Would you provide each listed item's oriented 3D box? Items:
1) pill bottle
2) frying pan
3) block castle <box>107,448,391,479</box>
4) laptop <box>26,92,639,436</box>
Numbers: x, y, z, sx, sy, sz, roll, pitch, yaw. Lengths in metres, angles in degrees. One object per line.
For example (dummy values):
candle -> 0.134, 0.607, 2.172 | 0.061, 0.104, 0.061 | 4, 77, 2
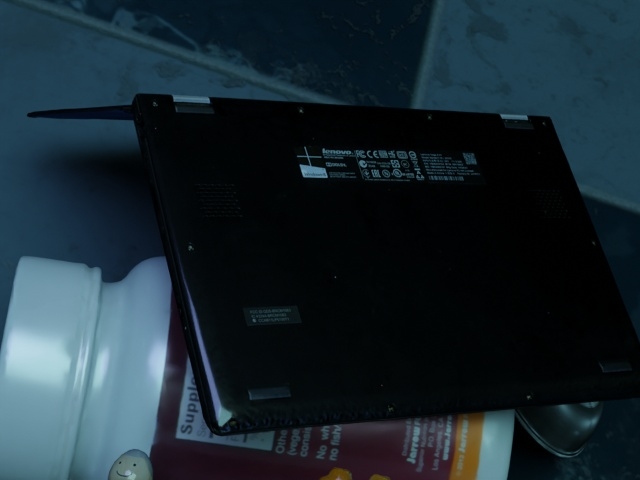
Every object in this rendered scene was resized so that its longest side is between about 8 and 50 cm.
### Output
pill bottle -> -0.062, 0.137, 1.020 | 0.392, 0.224, 0.224 | 10, 61, -11
frying pan -> 0.217, 0.067, 1.215 | 0.197, 0.053, 0.326 | 50, 31, -20
block castle -> 0.039, 0.302, 0.855 | 0.453, 0.303, 0.213 | 9, 61, 10
laptop -> 0.000, 0.000, 1.047 | 0.381, 0.236, 0.408 | -1, 60, -29
